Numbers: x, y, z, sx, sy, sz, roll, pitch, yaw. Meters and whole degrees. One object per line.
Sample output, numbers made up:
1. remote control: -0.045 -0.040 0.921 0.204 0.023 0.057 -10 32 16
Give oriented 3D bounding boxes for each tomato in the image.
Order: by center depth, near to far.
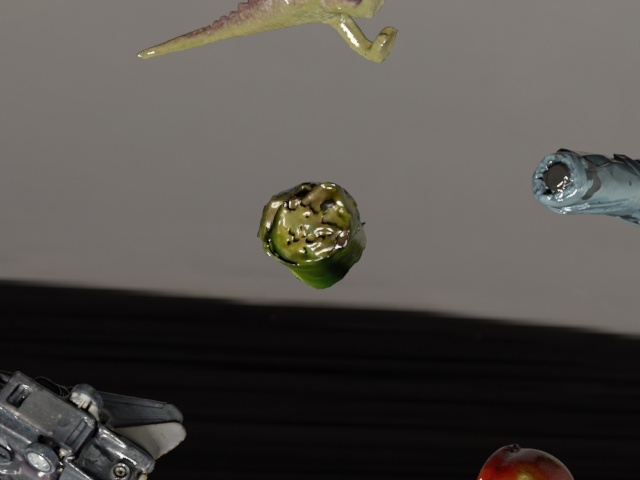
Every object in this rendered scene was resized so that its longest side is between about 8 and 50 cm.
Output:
1. tomato: 0.158 0.205 1.374 0.087 0.075 0.087 -45 -13 -13

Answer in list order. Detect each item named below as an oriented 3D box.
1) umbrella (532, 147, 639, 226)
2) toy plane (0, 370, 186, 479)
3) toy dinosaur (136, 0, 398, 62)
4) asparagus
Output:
1. umbrella: 0.247 -0.038 1.377 0.052 0.250 0.053 47 112 29
2. toy plane: -0.306 0.165 1.696 0.204 0.316 0.103 -54 -2 -38
3. toy dinosaur: -0.029 -0.219 1.489 0.072 0.200 0.251 -33 -27 -52
4. asparagus: 0.000 0.000 2.227 0.108 0.128 0.382 64 -178 10
